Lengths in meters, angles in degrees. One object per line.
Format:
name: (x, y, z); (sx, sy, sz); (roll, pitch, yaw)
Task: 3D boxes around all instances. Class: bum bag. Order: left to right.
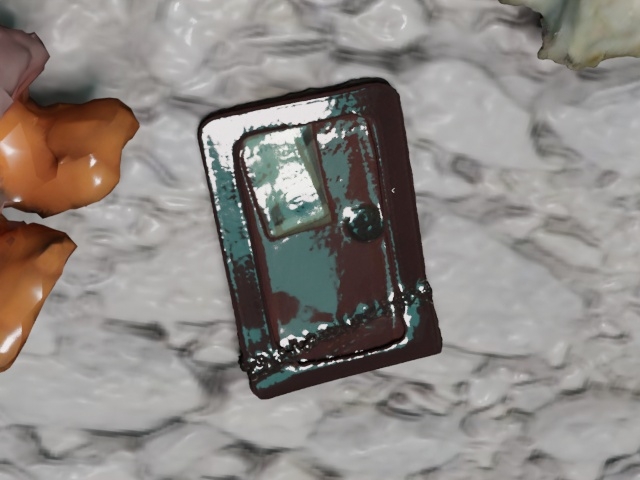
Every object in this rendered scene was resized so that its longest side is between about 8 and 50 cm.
bum bag: (0.000, 0.000, 0.650); (0.109, 0.026, 0.159); (-12, 109, -7)

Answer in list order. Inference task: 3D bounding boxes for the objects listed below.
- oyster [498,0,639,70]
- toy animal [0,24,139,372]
oyster: (0.091, -0.217, 0.533); (0.351, 0.115, 0.238); (28, 113, -16)
toy animal: (-0.225, -0.075, 0.500); (0.169, 0.195, 0.281); (-21, 129, 42)
